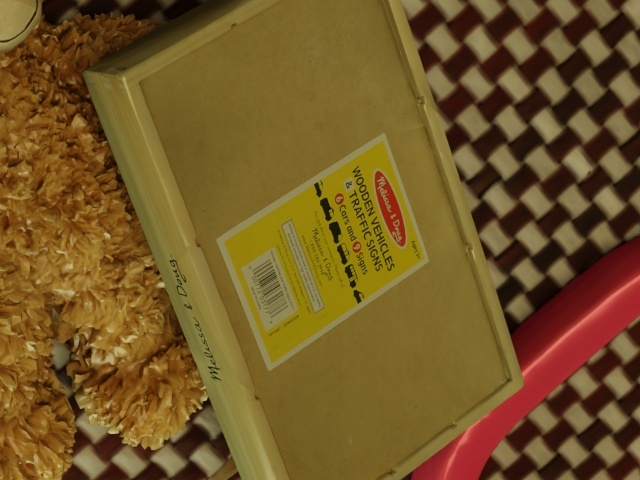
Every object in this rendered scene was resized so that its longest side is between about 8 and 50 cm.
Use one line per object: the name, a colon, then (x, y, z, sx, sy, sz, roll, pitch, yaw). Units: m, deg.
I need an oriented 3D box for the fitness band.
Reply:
fitness band: (0.187, 0.118, 1.122, 0.291, 0.054, 0.209, -42, 111, 0)

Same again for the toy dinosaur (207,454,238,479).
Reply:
toy dinosaur: (0.001, 0.061, 1.058, 0.093, 0.053, 0.183, 22, 94, -6)

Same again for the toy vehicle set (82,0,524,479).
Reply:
toy vehicle set: (0.000, 0.000, 0.966, 0.166, 0.035, 0.266, -32, 115, -30)

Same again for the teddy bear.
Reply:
teddy bear: (-0.153, -0.024, 0.945, 0.245, 0.113, 0.338, -4, 109, -17)
